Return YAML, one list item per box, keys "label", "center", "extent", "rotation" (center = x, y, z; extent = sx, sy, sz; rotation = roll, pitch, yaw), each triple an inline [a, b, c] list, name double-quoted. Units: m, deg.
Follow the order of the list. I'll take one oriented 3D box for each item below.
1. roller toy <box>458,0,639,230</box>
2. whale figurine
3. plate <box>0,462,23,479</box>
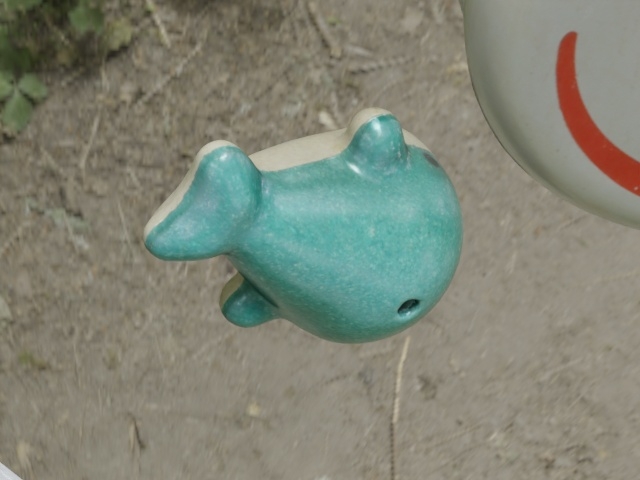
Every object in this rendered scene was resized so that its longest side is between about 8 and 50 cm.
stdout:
- label: "roller toy"
  center: [0.135, -0.111, 0.482]
  extent: [0.209, 0.191, 0.146]
  rotation: [37, 35, -34]
- label: "whale figurine"
  center: [0.000, 0.000, 1.097]
  extent: [0.272, 0.216, 0.141]
  rotation: [9, 37, -51]
- label: "plate"
  center: [-0.088, 0.174, 0.650]
  extent: [0.277, 0.278, 0.045]
  rotation: [40, 75, -6]
